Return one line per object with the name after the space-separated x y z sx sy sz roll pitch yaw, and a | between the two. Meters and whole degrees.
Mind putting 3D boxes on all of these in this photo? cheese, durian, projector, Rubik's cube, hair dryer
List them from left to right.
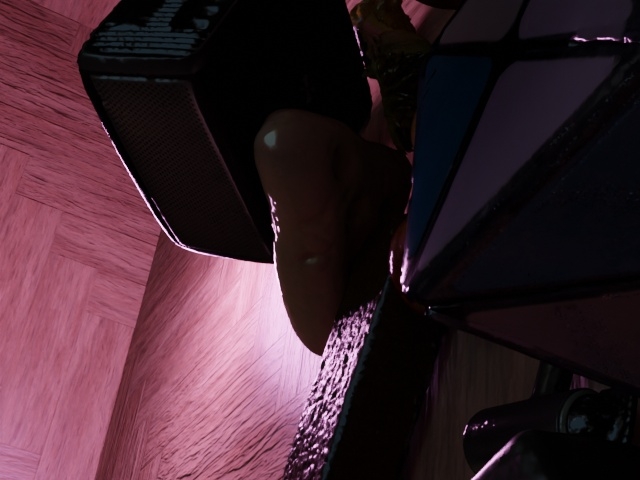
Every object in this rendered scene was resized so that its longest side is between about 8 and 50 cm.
-0.124 -0.235 1.471 0.242 0.405 0.395 9 52 28 | projector
0.000 0.000 1.375 0.130 0.351 0.328 13 90 27 | cheese
0.114 -0.242 1.487 0.158 0.169 0.352 -58 12 21 | durian
0.241 0.105 0.929 0.195 0.078 0.248 -32 34 58 | hair dryer
0.258 -0.082 0.706 0.307 0.305 0.310 -49 26 46 | Rubik's cube

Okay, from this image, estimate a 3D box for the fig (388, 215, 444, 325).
0.167 0.024 1.137 0.148 0.202 0.149 32 106 34 | fig

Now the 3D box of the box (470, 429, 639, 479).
0.166 0.278 0.701 0.290 0.221 0.166 -56 34 29 | box

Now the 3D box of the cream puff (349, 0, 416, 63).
0.111 -0.374 1.744 0.116 0.146 0.146 -49 16 -10 | cream puff

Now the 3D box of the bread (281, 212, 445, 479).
0.069 0.168 1.257 0.165 0.113 0.416 -14 55 67 | bread

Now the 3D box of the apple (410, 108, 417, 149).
0.172 -0.118 1.091 0.146 0.131 0.146 24 118 59 | apple

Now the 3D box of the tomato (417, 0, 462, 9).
0.206 -0.484 1.378 0.317 0.282 0.316 -43 27 27 | tomato
